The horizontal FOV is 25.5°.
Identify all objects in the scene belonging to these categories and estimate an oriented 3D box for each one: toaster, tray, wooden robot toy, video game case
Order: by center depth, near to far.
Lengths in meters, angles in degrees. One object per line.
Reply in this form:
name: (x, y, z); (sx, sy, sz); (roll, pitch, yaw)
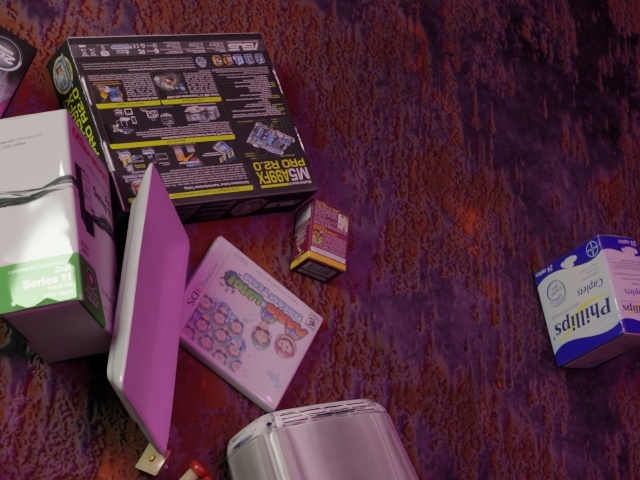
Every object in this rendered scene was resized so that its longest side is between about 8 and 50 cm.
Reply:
wooden robot toy: (-0.121, 0.275, 1.402); (0.173, 0.076, 0.079); (46, -5, 42)
tray: (-0.176, 0.068, 1.438); (0.030, 0.145, 0.270); (-5, 53, 10)
toaster: (-0.002, 0.255, 1.470); (0.227, 0.129, 0.146); (-4, 64, -35)
video game case: (-0.084, 0.092, 1.571); (0.157, 0.019, 0.143); (40, 49, -12)

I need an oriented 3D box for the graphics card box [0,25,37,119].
graphics card box: (-0.450, -0.102, 1.364); (0.233, 0.094, 0.371); (32, 50, -17)

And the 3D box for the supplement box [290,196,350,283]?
supplement box: (0.000, 0.000, 1.668); (0.055, 0.043, 0.083); (22, 55, -24)

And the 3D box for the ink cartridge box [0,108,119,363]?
ink cartridge box: (-0.261, -0.004, 1.398); (0.087, 0.153, 0.208); (-11, 67, 4)

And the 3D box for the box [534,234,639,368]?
box: (0.356, 0.081, 1.826); (0.072, 0.126, 0.137); (5, 62, -36)

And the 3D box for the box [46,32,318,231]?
box: (-0.154, -0.129, 1.617); (0.270, 0.060, 0.216); (-9, 72, -38)
